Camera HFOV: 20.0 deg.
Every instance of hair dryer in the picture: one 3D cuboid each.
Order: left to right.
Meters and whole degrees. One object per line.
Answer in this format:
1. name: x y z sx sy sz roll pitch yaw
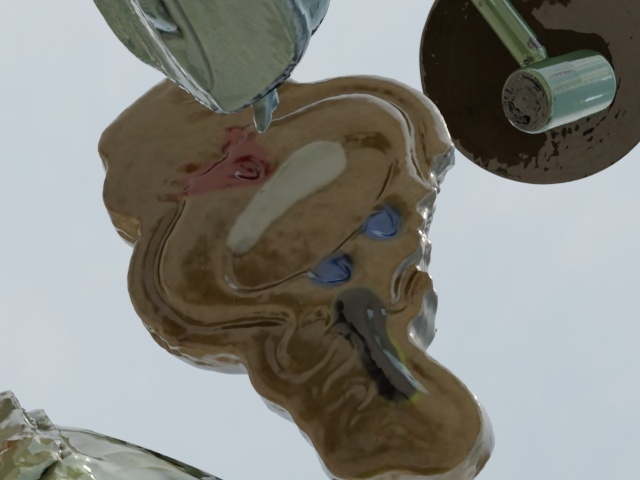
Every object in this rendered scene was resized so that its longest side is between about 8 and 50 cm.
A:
1. hair dryer: 0.132 -0.141 1.226 0.150 0.071 0.047 57 -43 17

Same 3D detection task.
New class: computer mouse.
1. computer mouse: -0.061 -0.141 0.634 0.113 0.068 0.229 7 -67 51

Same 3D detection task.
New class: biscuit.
1. biscuit: -0.007 0.005 0.915 0.183 0.047 0.319 -25 -132 3

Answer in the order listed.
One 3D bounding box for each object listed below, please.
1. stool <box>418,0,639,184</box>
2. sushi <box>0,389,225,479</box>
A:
1. stool: 0.170 -0.158 1.393 0.264 0.179 0.179 -68 180 -74
2. sushi: -0.103 0.176 0.544 0.134 0.109 0.273 2 -118 41
